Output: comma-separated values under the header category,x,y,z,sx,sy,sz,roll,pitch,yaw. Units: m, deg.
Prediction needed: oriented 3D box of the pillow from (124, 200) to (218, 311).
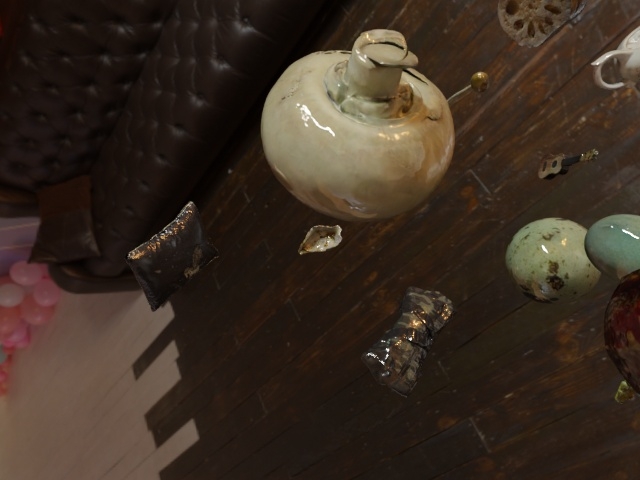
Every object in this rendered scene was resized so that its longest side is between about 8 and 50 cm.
category,x,y,z,sx,sy,sz,roll,pitch,yaw
pillow,-0.287,0.030,0.934,0.055,0.208,0.141,0,123,29

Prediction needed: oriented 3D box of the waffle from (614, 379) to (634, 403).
category,x,y,z,sx,sy,sz,roll,pitch,yaw
waffle,0.855,0.358,1.247,0.036,0.169,0.184,48,159,41

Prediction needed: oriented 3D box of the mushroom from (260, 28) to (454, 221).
category,x,y,z,sx,sy,sz,roll,pitch,yaw
mushroom,0.052,-0.147,0.570,0.246,0.246,0.202,56,146,30

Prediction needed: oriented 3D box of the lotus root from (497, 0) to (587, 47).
category,x,y,z,sx,sy,sz,roll,pitch,yaw
lotus root,0.328,-0.360,0.693,0.112,0.081,0.122,51,158,1

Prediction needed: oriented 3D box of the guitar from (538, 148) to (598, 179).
category,x,y,z,sx,sy,sz,roll,pitch,yaw
guitar,0.755,-0.238,1.426,0.271,0.038,0.084,-173,94,-84

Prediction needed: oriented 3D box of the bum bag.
category,x,y,z,sx,sy,sz,roll,pitch,yaw
bum bag,0.232,0.237,1.199,0.144,0.340,0.095,35,143,12

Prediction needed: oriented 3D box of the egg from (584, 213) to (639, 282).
category,x,y,z,sx,sy,sz,roll,pitch,yaw
egg,0.769,0.029,1.138,0.236,0.169,0.169,25,104,26

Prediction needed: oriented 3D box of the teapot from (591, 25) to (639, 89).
category,x,y,z,sx,sy,sz,roll,pitch,yaw
teapot,0.870,-0.509,1.238,0.299,0.166,0.208,-33,34,10

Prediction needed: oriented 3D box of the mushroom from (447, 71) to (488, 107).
category,x,y,z,sx,sy,sz,roll,pitch,yaw
mushroom,0.296,-0.285,1.124,0.306,0.043,0.068,125,154,-54

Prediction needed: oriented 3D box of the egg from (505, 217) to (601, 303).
category,x,y,z,sx,sy,sz,roll,pitch,yaw
egg,0.754,0.070,1.533,0.287,0.379,0.288,9,105,38

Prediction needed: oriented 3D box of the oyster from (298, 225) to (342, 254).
category,x,y,z,sx,sy,sz,roll,pitch,yaw
oyster,-0.001,-0.003,0.929,0.093,0.034,0.051,-9,85,8

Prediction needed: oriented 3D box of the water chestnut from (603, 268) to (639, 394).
category,x,y,z,sx,sy,sz,roll,pitch,yaw
water chestnut,0.610,0.119,0.702,0.350,0.350,0.302,-14,59,42
